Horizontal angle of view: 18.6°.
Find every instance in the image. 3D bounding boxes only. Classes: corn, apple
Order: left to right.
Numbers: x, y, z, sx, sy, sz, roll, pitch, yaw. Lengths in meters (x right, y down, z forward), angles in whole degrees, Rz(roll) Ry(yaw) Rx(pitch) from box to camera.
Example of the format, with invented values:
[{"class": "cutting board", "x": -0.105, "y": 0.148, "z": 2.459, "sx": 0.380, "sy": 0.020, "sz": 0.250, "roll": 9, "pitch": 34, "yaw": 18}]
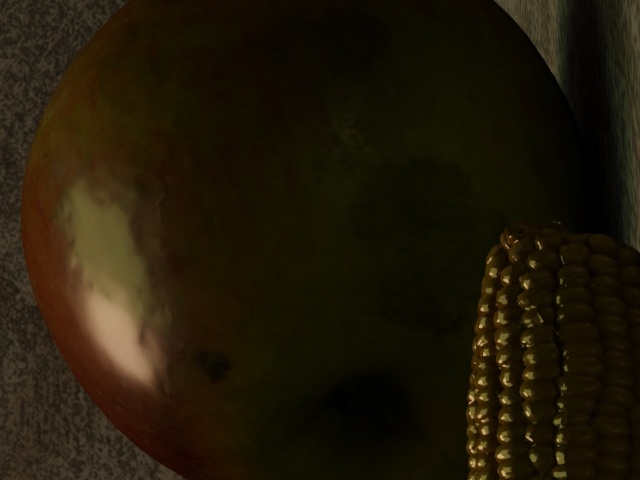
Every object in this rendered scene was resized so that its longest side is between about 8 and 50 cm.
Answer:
[{"class": "apple", "x": 0.000, "y": 0.000, "z": 1.134, "sx": 0.339, "sy": 0.339, "sz": 0.339, "roll": -3, "pitch": -90, "yaw": -88}, {"class": "corn", "x": 0.110, "y": 0.131, "z": 0.821, "sx": 0.106, "sy": 0.106, "sz": 0.293, "roll": 82, "pitch": -171, "yaw": -68}]
